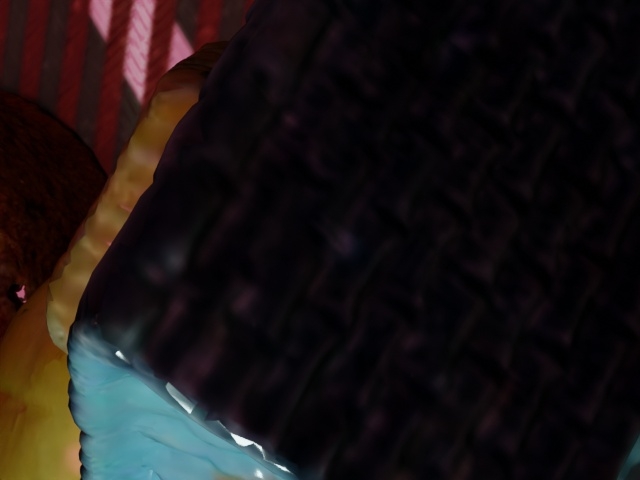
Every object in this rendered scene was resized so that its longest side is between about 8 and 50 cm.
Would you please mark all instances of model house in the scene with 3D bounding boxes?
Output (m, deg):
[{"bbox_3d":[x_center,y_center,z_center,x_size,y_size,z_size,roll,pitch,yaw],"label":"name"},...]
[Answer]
[{"bbox_3d":[0.000,0.000,0.578,0.226,0.241,0.261,7,56,36],"label":"model house"}]

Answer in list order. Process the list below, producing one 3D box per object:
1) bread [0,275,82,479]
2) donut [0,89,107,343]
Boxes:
[{"bbox_3d":[-0.043,0.177,0.846,0.208,0.251,0.376,12,98,51],"label":"bread"},{"bbox_3d":[-0.173,0.001,1.013,0.144,0.126,0.186,3,90,28],"label":"donut"}]
